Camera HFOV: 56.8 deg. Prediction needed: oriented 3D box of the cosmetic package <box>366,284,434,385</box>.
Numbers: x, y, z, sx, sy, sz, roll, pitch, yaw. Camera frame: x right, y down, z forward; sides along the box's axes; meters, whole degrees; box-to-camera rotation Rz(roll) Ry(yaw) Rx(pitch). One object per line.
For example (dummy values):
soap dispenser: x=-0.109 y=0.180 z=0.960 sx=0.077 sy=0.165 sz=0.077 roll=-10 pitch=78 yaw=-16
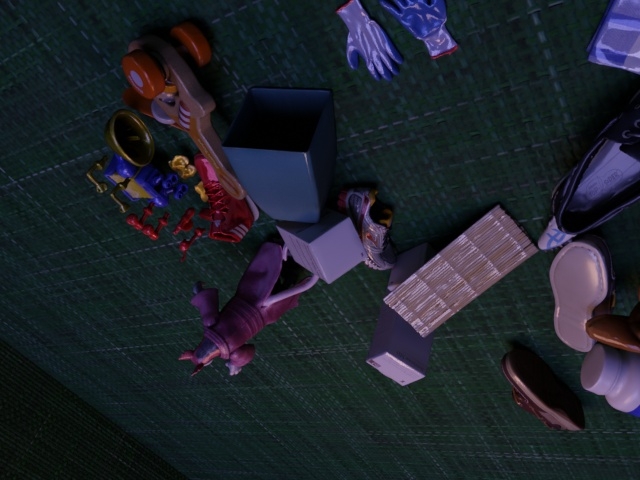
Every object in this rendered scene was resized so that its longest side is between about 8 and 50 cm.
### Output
cosmetic package: x=0.198 y=0.203 z=1.375 sx=0.117 sy=0.231 sz=0.085 roll=34 pitch=138 yaw=-16

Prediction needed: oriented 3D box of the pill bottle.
pill bottle: x=0.748 y=0.330 z=1.347 sx=0.272 sy=0.152 sz=0.152 roll=18 pitch=140 yaw=3

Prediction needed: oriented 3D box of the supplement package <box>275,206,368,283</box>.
supplement package: x=0.000 y=0.000 z=1.253 sx=0.179 sy=0.105 sz=0.105 roll=27 pitch=147 yaw=60

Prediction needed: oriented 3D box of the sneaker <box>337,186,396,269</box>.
sneaker: x=0.118 y=-0.020 z=1.271 sx=0.093 sy=0.088 sz=0.225 roll=-8 pitch=132 yaw=29

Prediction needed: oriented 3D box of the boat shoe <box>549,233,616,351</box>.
boat shoe: x=0.548 y=0.098 z=1.215 sx=0.117 sy=0.097 sz=0.324 roll=30 pitch=151 yaw=41

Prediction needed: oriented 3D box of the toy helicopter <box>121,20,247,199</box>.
toy helicopter: x=-0.254 y=-0.228 z=1.150 sx=0.235 sy=0.140 sz=0.355 roll=1 pitch=129 yaw=55

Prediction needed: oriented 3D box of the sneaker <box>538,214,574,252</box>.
sneaker: x=0.468 y=-0.063 z=1.091 sx=0.086 sy=0.085 sz=0.237 roll=43 pitch=145 yaw=14

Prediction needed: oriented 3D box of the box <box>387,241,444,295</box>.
box: x=0.220 y=0.078 z=1.327 sx=0.087 sy=0.101 sz=0.102 roll=41 pitch=134 yaw=-22

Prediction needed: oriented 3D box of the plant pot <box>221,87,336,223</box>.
plant pot: x=-0.060 y=-0.149 z=1.151 sx=0.166 sy=0.165 sz=0.234 roll=7 pitch=144 yaw=16

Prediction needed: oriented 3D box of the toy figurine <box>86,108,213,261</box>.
toy figurine: x=-0.421 y=-0.126 z=1.301 sx=0.217 sy=0.191 sz=0.362 roll=13 pitch=158 yaw=32

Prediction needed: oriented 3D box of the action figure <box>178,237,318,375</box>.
action figure: x=-0.167 y=0.185 z=1.397 sx=0.276 sy=0.370 sz=0.248 roll=-8 pitch=123 yaw=53

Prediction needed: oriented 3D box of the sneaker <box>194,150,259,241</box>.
sneaker: x=-0.219 y=-0.086 z=1.308 sx=0.087 sy=0.128 sz=0.221 roll=-12 pitch=131 yaw=33

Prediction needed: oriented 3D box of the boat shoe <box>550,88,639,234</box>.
boat shoe: x=0.470 y=-0.127 z=0.885 sx=0.127 sy=0.113 sz=0.340 roll=42 pitch=135 yaw=0

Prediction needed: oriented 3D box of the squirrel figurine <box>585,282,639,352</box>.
squirrel figurine: x=0.738 y=0.077 z=1.021 sx=0.398 sy=0.281 sz=0.370 roll=-4 pitch=121 yaw=-16

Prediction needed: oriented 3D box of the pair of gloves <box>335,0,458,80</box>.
pair of gloves: x=0.117 y=-0.341 z=0.963 sx=0.198 sy=0.023 sz=0.159 roll=-17 pitch=127 yaw=35

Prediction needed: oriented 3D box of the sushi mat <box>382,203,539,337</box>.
sushi mat: x=0.293 y=0.070 z=1.242 sx=0.316 sy=0.019 sz=0.151 roll=-42 pitch=112 yaw=18

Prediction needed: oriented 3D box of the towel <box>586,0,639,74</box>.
towel: x=0.537 y=-0.291 z=0.800 sx=0.285 sy=0.034 sz=0.209 roll=23 pitch=140 yaw=12

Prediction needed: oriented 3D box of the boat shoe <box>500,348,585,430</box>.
boat shoe: x=0.553 y=0.401 z=1.539 sx=0.123 sy=0.123 sz=0.342 roll=-25 pitch=128 yaw=39
